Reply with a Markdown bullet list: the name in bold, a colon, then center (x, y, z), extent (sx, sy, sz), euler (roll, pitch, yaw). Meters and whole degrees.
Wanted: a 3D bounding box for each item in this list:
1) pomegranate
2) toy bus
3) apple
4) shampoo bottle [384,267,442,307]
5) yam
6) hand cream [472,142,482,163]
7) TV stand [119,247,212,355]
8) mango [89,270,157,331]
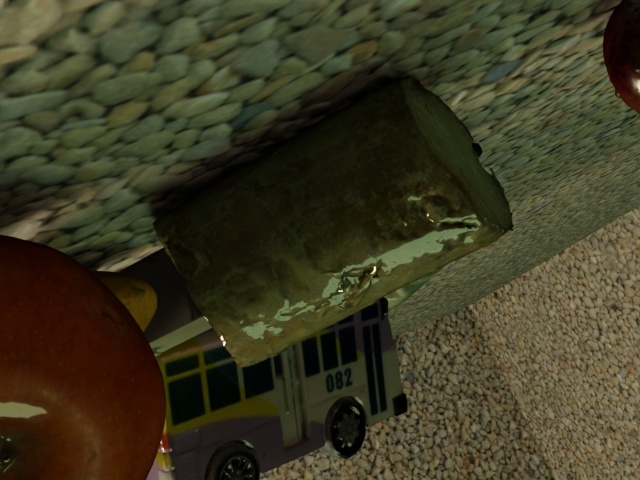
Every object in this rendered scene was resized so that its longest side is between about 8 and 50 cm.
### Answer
- **pomegranate**: center (0.318, -0.180, 0.785), extent (0.129, 0.129, 0.159), euler (-19, 148, -28)
- **toy bus**: center (-0.095, 0.187, 1.233), extent (0.440, 0.249, 0.209), euler (-11, -173, -44)
- **apple**: center (-0.245, 0.122, 0.633), extent (0.272, 0.206, 0.251), euler (23, 101, -30)
- **shampoo bottle**: center (0.138, 0.042, 1.482), extent (0.118, 0.087, 0.234), euler (-22, 168, -17)
- **yam**: center (-0.004, -0.009, 0.772), extent (0.304, 0.168, 0.168), euler (-29, 168, 15)
- **hand cream**: center (0.072, -0.055, 0.958), extent (0.248, 0.075, 0.052), euler (-23, 164, -23)
- **TV stand**: center (-0.202, 0.084, 0.967), extent (0.270, 0.088, 0.083), euler (-28, 168, 13)
- **mango**: center (-0.252, 0.087, 0.821), extent (0.227, 0.109, 0.147), euler (-21, 164, -27)
